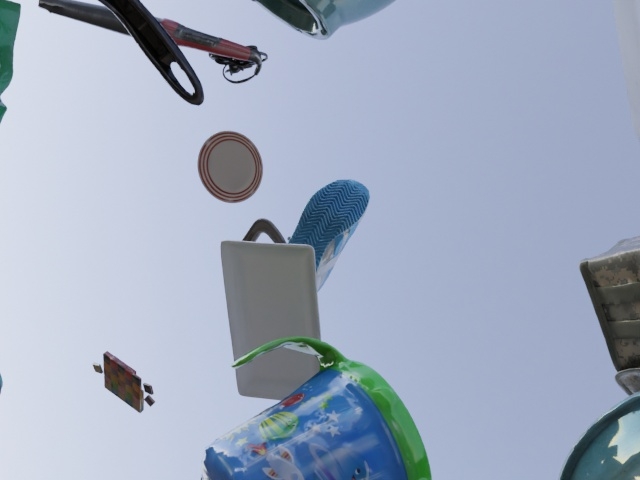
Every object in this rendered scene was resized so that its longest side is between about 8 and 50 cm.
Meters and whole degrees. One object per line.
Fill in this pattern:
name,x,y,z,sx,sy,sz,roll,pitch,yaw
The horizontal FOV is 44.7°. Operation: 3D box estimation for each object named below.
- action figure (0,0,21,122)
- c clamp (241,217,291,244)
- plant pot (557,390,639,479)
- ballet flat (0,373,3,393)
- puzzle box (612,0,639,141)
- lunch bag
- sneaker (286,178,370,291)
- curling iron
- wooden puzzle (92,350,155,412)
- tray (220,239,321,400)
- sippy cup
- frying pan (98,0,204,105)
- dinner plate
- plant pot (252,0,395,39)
action figure,-0.293,-0.094,0.591,0.063,0.137,0.232,-37,-122,49
c clamp,-0.099,0.033,1.461,0.137,0.022,0.161,53,-52,11
plant pot,0.482,0.385,0.878,0.340,0.334,0.341,0,-73,0
ballet flat,-0.507,0.111,0.970,0.095,0.096,0.281,-18,-69,21
puzzle box,0.243,-0.089,0.460,0.052,0.409,0.272,-22,-124,15
lunch bag,0.536,0.125,1.100,0.235,0.168,0.287,-18,-89,52
sneaker,0.000,0.000,1.251,0.087,0.229,0.092,32,-15,13
curling iron,-0.193,-0.239,0.924,0.068,0.273,0.035,-37,-131,55
wooden puzzle,-0.188,0.136,0.748,0.083,0.006,0.049,29,-48,22
tray,-0.066,0.121,1.167,0.145,0.030,0.271,4,-65,16
sippy cup,-0.019,0.293,0.965,0.305,0.224,0.240,48,-37,38
frying pan,-0.243,-0.260,0.712,0.197,0.053,0.326,-12,-81,19
dinner plate,-0.173,-0.143,1.510,0.141,0.017,0.141,4,-78,20
plant pot,-0.006,-0.390,1.009,0.293,0.293,0.196,33,-93,23
